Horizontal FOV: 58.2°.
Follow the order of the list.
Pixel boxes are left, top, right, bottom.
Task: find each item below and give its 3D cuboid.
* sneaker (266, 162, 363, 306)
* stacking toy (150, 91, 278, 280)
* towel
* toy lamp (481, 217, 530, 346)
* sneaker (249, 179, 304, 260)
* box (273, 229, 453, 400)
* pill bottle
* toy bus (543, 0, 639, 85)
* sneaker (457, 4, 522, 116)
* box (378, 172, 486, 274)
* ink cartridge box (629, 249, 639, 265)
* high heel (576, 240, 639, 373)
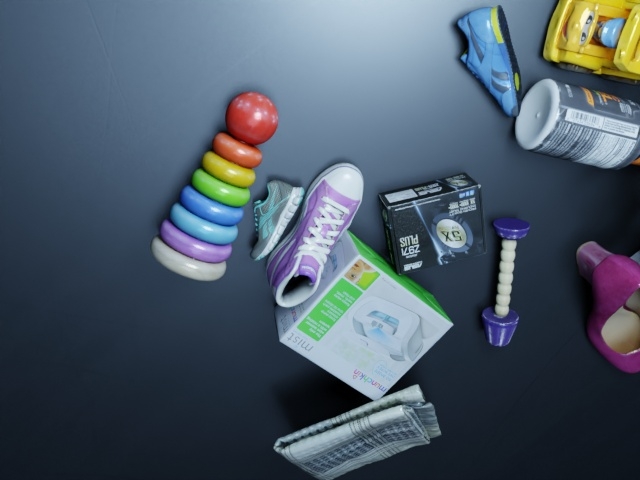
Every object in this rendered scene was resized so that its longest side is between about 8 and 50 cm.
[{"bbox_3d":[0.001,0.001,1.044,0.102,0.161,0.282,26,107,-17],"label":"sneaker"},{"bbox_3d":[-0.173,-0.102,0.996,0.141,0.141,0.330,21,103,-17],"label":"stacking toy"},{"bbox_3d":[0.102,0.433,1.240,0.324,0.056,0.312,-24,142,4],"label":"towel"},{"bbox_3d":[0.379,0.092,1.189,0.080,0.080,0.274,-3,112,-7],"label":"toy lamp"},{"bbox_3d":[-0.098,-0.041,1.072,0.076,0.065,0.166,30,104,-3],"label":"sneaker"},{"bbox_3d":[0.079,0.151,1.144,0.262,0.126,0.231,37,102,-23],"label":"box"},{"bbox_3d":[0.493,-0.202,1.042,0.246,0.130,0.130,10,112,-14],"label":"pill bottle"},{"bbox_3d":[0.517,-0.330,0.945,0.220,0.211,0.149,8,114,-10],"label":"toy bus"},{"bbox_3d":[0.299,-0.306,1.010,0.082,0.069,0.209,-7,130,31],"label":"sneaker"},{"bbox_3d":[0.215,-0.032,1.105,0.180,0.077,0.147,-13,116,-3],"label":"box"},{"bbox_3d":[0.899,0.094,1.207,0.396,0.151,0.270,33,117,-22],"label":"ink cartridge box"},{"bbox_3d":[0.647,0.183,1.211,0.127,0.181,0.377,-33,115,7],"label":"high heel"}]
